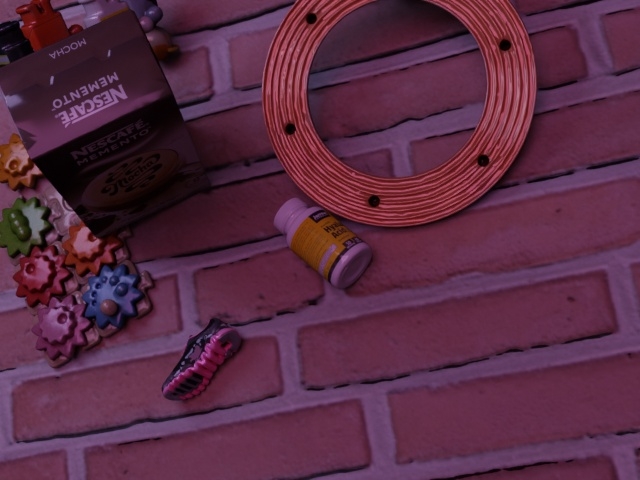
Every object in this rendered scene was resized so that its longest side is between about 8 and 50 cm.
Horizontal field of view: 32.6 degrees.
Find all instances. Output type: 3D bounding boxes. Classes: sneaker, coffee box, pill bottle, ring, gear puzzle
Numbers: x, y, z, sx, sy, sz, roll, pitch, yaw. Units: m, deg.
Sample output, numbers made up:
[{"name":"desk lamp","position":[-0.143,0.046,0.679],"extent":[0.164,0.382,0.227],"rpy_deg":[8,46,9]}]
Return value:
[{"name":"sneaker","position":[-0.152,0.143,1.336],"extent":[0.119,0.047,0.057],"rpy_deg":[-45,46,-1]},{"name":"coffee box","position":[-0.244,-0.124,1.283],"extent":[0.168,0.297,0.119],"rpy_deg":[-26,74,-5]},{"name":"pill bottle","position":[0.000,0.000,1.311],"extent":[0.116,0.065,0.065],"rpy_deg":[39,88,24]},{"name":"ring","position":[0.092,-0.183,1.322],"extent":[0.336,0.032,0.337],"rpy_deg":[-1,88,14]},{"name":"gear puzzle","position":[-0.350,-0.015,1.444],"extent":[0.175,0.044,0.339],"rpy_deg":[-31,67,8]}]

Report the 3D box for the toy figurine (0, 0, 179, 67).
[{"name":"toy figurine","position":[-0.301,-0.245,1.410],"extent":[0.209,0.213,0.148],"rpy_deg":[-18,112,9]}]
